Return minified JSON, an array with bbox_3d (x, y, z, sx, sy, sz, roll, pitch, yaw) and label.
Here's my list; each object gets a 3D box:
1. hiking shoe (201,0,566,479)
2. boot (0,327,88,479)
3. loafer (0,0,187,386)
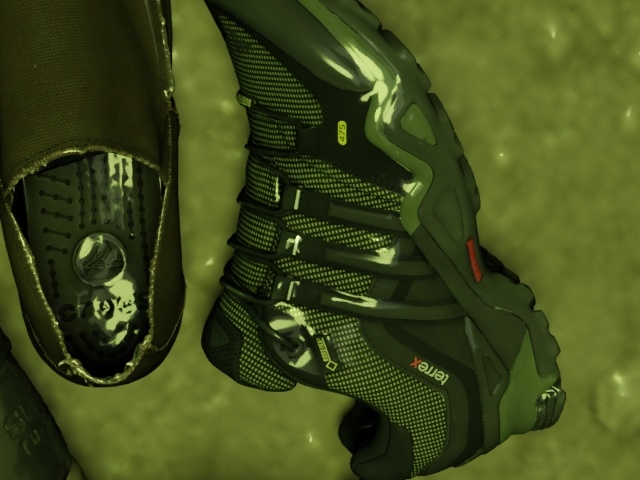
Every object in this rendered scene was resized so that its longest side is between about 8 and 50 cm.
[{"bbox_3d":[0.000,0.000,0.676,0.114,0.086,0.227,-32,108,-7],"label":"hiking shoe"},{"bbox_3d":[-0.283,0.059,0.602,0.377,0.138,0.284,-21,107,-11],"label":"boot"},{"bbox_3d":[-0.081,-0.047,0.651,0.080,0.078,0.220,-13,105,-9],"label":"loafer"}]
